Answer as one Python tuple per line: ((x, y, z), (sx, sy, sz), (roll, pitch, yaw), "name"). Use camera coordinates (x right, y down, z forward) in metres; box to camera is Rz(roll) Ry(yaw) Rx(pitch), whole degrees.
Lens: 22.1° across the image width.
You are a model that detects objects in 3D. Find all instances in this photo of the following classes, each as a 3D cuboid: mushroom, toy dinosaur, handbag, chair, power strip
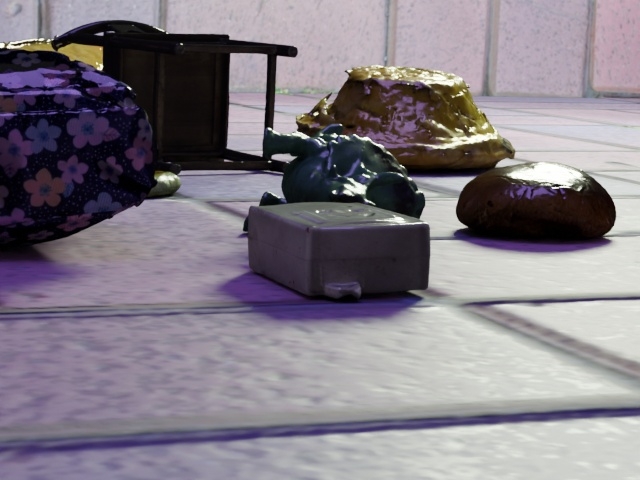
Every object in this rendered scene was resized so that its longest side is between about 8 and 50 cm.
((0.156, -0.030, 1.190), (0.123, 0.052, 0.123), (-2, 9, 0), "mushroom")
((-0.005, -0.045, 1.180), (0.120, 0.079, 0.292), (5, 9, -16), "toy dinosaur")
((-0.216, -0.062, 1.062), (0.229, 0.126, 0.208), (-9, 11, -13), "handbag")
((-0.152, -0.147, 1.653), (0.155, 0.141, 0.260), (-3, 10, -33), "chair")
((0.000, 0.000, 0.952), (0.075, 0.042, 0.175), (-3, 9, -22), "power strip")

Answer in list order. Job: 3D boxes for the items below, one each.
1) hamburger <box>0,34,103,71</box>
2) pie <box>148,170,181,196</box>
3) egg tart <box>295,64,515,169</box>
((-0.286, -0.151, 1.806), (0.131, 0.124, 0.262), (24, 20, 19), "hamburger")
((-0.160, -0.050, 1.374), (0.084, 0.021, 0.084), (2, 7, 0), "pie")
((0.091, -0.128, 1.738), (0.241, 0.105, 0.241), (5, 11, -1), "egg tart")
